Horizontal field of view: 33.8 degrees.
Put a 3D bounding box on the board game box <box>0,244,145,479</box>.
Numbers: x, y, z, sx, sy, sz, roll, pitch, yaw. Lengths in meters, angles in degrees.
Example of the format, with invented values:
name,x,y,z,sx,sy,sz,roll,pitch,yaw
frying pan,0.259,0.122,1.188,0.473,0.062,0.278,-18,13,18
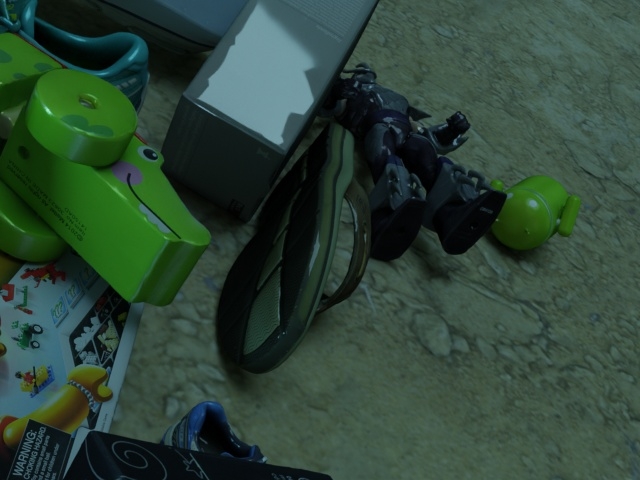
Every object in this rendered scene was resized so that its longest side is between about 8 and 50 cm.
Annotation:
name,x,y,z,sx,sy,sz,roll,pitch,yaw
board game box,-0.213,0.041,0.663,0.193,0.053,0.305,22,35,-14

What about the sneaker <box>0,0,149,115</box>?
name,x,y,z,sx,sy,sz,roll,pitch,yaw
sneaker,-0.266,-0.152,0.817,0.275,0.110,0.107,9,40,-31

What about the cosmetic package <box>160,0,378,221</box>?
name,x,y,z,sx,sy,sz,roll,pitch,yaw
cosmetic package,-0.038,-0.148,0.917,0.107,0.127,0.238,32,56,-2

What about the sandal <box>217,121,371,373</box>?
name,x,y,z,sx,sy,sz,roll,pitch,yaw
sandal,0.001,-0.002,0.849,0.086,0.120,0.303,41,31,-14

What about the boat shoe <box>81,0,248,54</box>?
name,x,y,z,sx,sy,sz,roll,pitch,yaw
boat shoe,-0.234,-0.275,0.975,0.367,0.156,0.136,22,68,-36

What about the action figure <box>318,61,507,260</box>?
name,x,y,z,sx,sy,sz,roll,pitch,yaw
action figure,0.077,-0.100,1.051,0.185,0.099,0.285,7,37,-23

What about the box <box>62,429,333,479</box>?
name,x,y,z,sx,sy,sz,roll,pitch,yaw
box,-0.019,0.216,0.438,0.163,0.142,0.247,22,13,-41

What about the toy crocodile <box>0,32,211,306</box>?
name,x,y,z,sx,sy,sz,roll,pitch,yaw
toy crocodile,-0.203,-0.089,0.686,0.340,0.115,0.105,39,34,12

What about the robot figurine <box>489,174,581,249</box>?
name,x,y,z,sx,sy,sz,roll,pitch,yaw
robot figurine,0.219,-0.029,1.101,0.101,0.067,0.115,17,25,28

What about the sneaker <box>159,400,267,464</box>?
name,x,y,z,sx,sy,sz,roll,pitch,yaw
sneaker,-0.054,0.157,0.644,0.052,0.058,0.135,-7,51,-44
